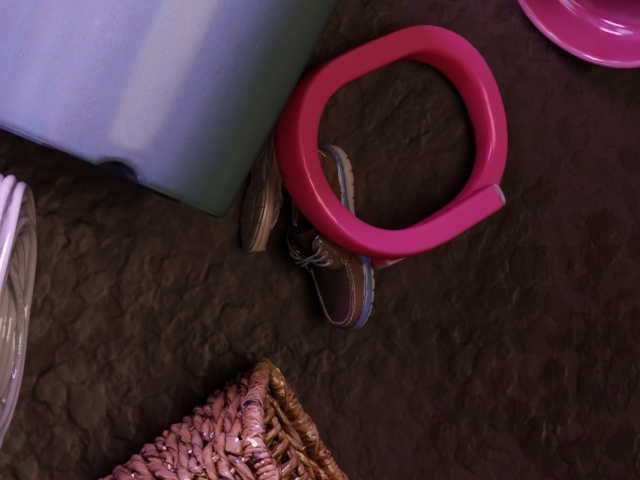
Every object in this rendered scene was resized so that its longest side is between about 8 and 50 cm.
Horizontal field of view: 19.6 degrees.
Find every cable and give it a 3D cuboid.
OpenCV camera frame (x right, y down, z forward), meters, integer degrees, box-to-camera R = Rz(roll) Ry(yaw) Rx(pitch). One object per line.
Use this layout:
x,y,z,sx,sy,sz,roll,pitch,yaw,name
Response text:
-0.299,0.069,1.553,0.089,0.257,0.257,7,94,0,cable

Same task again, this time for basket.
-0.022,0.285,1.707,0.223,0.213,0.299,-36,106,-20,basket

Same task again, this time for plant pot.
-0.134,-0.216,1.598,0.341,0.341,0.334,22,89,-25,plant pot
0.318,-0.307,1.884,0.201,0.201,0.180,47,56,-19,plant pot

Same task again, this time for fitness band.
0.079,-0.094,1.796,0.291,0.054,0.209,-28,97,-40,fitness band

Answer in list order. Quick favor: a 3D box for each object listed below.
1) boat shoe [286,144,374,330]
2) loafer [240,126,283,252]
0.000,0.000,1.788,0.066,0.066,0.183,-8,84,-48,boat shoe
-0.048,-0.049,1.784,0.039,0.045,0.125,8,85,-33,loafer
